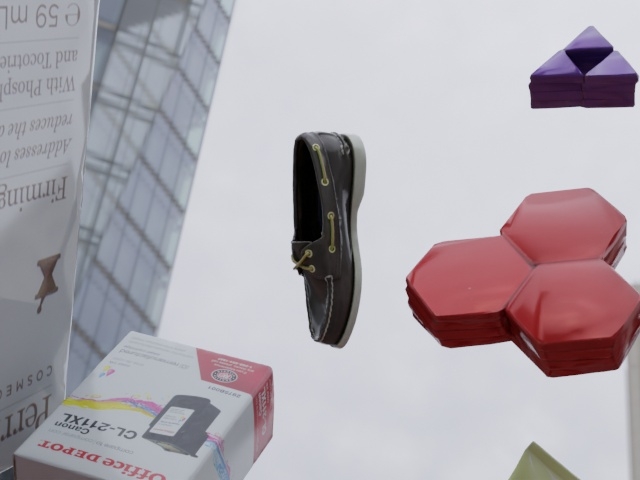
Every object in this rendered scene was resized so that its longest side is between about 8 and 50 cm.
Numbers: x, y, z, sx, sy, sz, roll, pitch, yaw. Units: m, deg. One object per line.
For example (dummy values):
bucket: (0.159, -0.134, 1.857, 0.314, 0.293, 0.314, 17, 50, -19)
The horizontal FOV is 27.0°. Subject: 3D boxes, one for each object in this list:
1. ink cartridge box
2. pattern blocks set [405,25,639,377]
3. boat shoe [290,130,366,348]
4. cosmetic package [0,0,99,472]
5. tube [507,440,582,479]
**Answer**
ink cartridge box: (-0.125, 0.152, 0.981, 0.127, 0.175, 0.072, 13, -60, 17)
pattern blocks set: (0.222, -0.025, 0.461, 0.325, 0.285, 0.026, 11, -44, 28)
boat shoe: (0.000, 0.000, 1.396, 0.069, 0.227, 0.081, 3, -1, -28)
cosmetic package: (-0.391, -0.028, 0.952, 0.327, 0.329, 0.393, 14, -74, 22)
tube: (0.099, 0.238, 0.842, 0.070, 0.062, 0.240, 23, -64, -29)
